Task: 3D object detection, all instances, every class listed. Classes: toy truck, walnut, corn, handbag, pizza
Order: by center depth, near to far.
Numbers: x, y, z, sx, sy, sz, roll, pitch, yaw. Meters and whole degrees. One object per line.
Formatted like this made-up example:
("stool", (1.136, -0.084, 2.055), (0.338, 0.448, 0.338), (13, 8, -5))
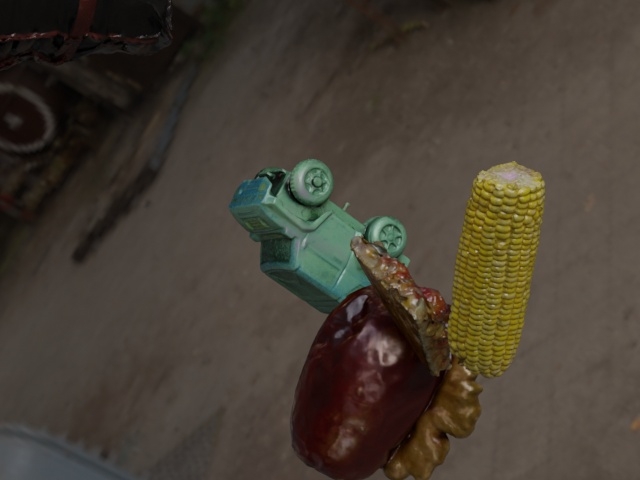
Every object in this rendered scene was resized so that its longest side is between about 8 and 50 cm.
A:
("handbag", (-0.197, -0.190, 0.827), (0.155, 0.215, 0.169), (-163, 68, -71))
("corn", (0.178, 0.033, 1.364), (0.081, 0.081, 0.248), (-89, 3, -56))
("pizza", (0.117, 0.082, 1.586), (0.053, 0.201, 0.193), (-33, 11, -5))
("walnut", (0.098, 0.200, 1.775), (0.269, 0.243, 0.221), (-68, -16, 10))
("toy truck", (0.000, 0.000, 1.968), (0.155, 0.279, 0.156), (-6, 54, 59))
